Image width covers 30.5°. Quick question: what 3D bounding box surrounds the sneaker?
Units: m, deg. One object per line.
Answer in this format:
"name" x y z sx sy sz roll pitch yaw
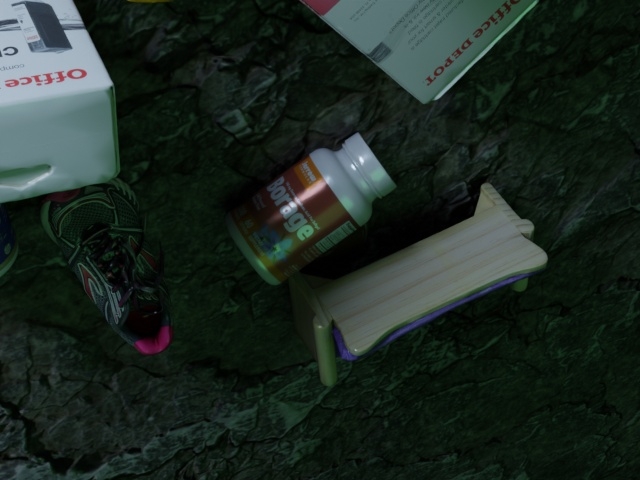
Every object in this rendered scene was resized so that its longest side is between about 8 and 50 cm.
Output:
"sneaker" -0.257 0.029 1.511 0.121 0.112 0.299 -29 138 -3

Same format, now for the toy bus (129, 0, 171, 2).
"toy bus" -0.149 -0.383 1.156 0.108 0.130 0.332 -6 133 -25

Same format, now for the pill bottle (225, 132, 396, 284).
"pill bottle" -0.011 -0.046 1.573 0.216 0.121 0.121 -36 138 5

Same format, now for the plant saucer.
"plant saucer" 0.000 0.000 1.695 0.169 0.029 0.168 -15 137 -15

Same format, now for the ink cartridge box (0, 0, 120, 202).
"ink cartridge box" -0.329 -0.164 1.157 0.197 0.272 0.114 -13 136 -19

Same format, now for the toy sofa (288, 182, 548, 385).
"toy sofa" 0.147 0.080 1.717 0.363 0.177 0.150 -25 143 -16

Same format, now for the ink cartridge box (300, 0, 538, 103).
"ink cartridge box" 0.096 -0.319 1.370 0.207 0.117 0.283 -44 136 14

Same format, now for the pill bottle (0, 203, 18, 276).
"pill bottle" -0.424 -0.042 1.344 0.112 0.112 0.186 -20 137 -12
